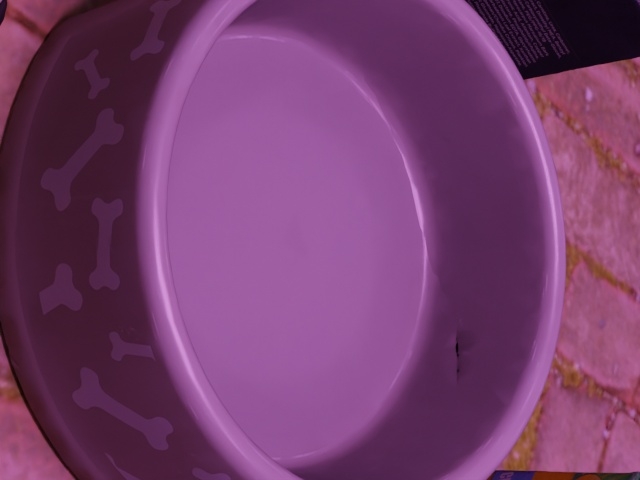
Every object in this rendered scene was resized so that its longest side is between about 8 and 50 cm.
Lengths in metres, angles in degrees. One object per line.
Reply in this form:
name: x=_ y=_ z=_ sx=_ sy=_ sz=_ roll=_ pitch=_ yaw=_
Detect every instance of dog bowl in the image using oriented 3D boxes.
dog bowl: x=0.000 y=0.000 z=0.823 sx=0.349 sy=0.102 sz=0.349 roll=7 pitch=80 yaw=-41

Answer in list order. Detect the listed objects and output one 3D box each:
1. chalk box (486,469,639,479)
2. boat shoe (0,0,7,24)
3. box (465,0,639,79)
chalk box: x=0.122 y=0.214 z=0.831 sx=0.132 sy=0.213 sz=0.132 roll=-41 pitch=112 yaw=-37
boat shoe: x=-0.188 y=-0.079 z=0.702 sx=0.133 sy=0.049 sz=0.042 roll=-55 pitch=148 yaw=-40
box: x=0.161 y=-0.184 z=0.953 sx=0.093 sy=0.158 sz=0.156 roll=54 pitch=54 yaw=-24
